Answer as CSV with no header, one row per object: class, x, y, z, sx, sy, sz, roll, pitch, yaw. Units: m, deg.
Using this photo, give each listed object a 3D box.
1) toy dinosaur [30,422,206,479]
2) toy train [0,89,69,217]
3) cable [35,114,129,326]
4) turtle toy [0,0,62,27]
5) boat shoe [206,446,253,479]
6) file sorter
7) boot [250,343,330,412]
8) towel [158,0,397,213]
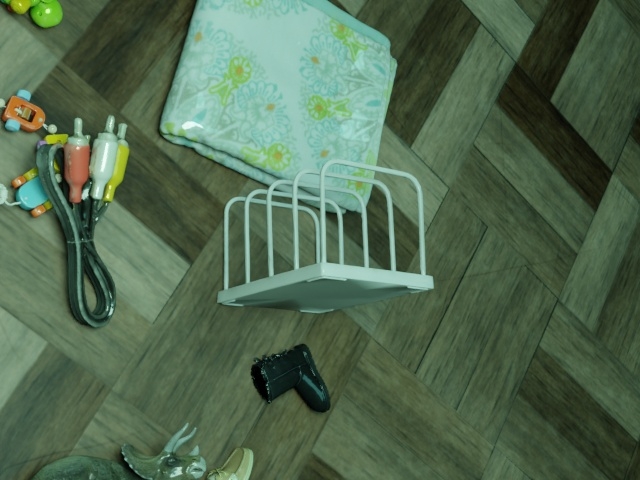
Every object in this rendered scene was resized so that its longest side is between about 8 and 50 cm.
toy dinosaur,-0.307,0.343,1.315,0.313,0.121,0.160,-1,70,-31
toy train,-0.397,-0.111,1.356,0.125,0.046,0.166,21,67,-30
cable,-0.311,-0.024,1.341,0.139,0.072,0.287,-3,92,-60
turtle toy,-0.405,-0.346,1.376,0.130,0.066,0.095,44,60,-22
boat shoe,-0.143,0.353,1.449,0.045,0.050,0.135,43,60,-28
file sorter,0.000,0.000,1.475,0.193,0.278,0.173,7,76,-35
boot,-0.047,0.223,1.545,0.099,0.045,0.121,-20,87,-39
towel,-0.050,-0.244,1.599,0.374,0.090,0.320,23,68,-30
